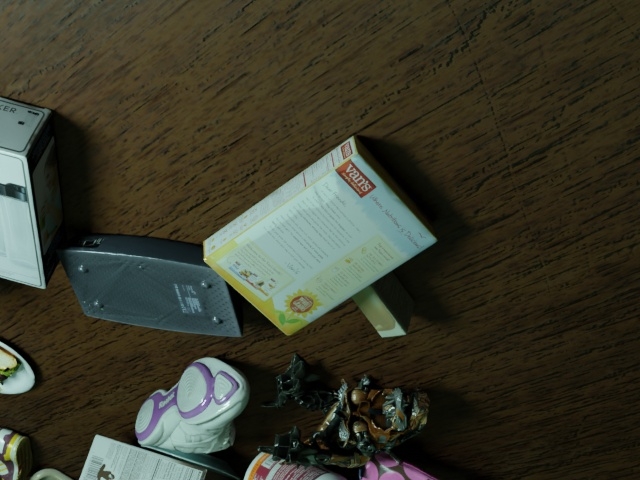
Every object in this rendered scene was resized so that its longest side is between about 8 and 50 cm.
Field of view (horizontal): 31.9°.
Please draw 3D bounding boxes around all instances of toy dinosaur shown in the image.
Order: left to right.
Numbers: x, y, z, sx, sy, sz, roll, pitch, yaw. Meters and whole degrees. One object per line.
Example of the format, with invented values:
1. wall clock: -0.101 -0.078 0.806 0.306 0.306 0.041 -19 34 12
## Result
1. toy dinosaur: 0.029 0.302 1.745 0.218 0.164 0.322 20 123 -28

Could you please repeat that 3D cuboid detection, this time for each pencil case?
1. pencil case: 0.168 0.404 1.814 0.209 0.095 0.098 23 116 17

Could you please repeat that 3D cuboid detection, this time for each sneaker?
1. sneaker: -0.623 0.427 2.221 0.083 0.070 0.185 24 137 7
2. sneaker: -0.180 0.277 1.840 0.152 0.114 0.305 23 149 -26

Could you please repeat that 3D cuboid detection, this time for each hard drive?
1. hard drive: -0.239 0.062 1.621 0.254 0.054 0.172 6 140 15

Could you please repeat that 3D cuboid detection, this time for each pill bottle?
1. pill bottle: -0.019 0.435 1.877 0.221 0.121 0.121 16 150 45

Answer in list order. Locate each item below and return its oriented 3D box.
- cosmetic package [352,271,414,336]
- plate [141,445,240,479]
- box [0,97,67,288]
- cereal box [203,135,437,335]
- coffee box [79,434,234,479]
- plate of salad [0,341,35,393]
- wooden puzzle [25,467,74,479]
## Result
1. cosmetic package: 0.079 0.072 1.502 0.041 0.060 0.115 -11 132 32
2. plate: -0.229 0.387 2.002 0.188 0.024 0.188 17 165 5
3. box: -0.445 -0.069 1.517 0.169 0.087 0.290 16 142 3
4. cereal box: 0.000 0.000 1.386 0.240 0.047 0.173 -34 123 17
5. coffee box: -0.285 0.435 1.997 0.246 0.098 0.141 11 164 27
6. plate of salad: -0.599 0.220 1.965 0.199 0.048 0.200 11 142 8
7. wooden puzzle: -0.521 0.629 2.408 0.347 0.081 0.322 33 140 -19
